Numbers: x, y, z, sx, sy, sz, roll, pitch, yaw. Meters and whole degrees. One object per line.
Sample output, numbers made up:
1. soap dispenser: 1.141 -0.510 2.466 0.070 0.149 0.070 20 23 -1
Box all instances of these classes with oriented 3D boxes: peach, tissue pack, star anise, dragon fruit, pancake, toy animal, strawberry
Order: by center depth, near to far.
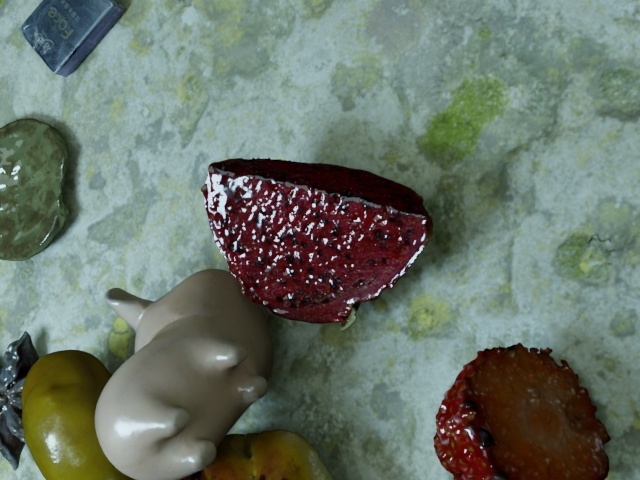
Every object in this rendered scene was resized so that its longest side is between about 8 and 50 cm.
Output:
1. strawberry: 0.228 0.258 1.314 0.234 0.234 0.178 56 135 18
2. toy animal: -0.184 0.187 1.447 0.269 0.326 0.237 4 125 43
3. dragon fruit: 0.000 0.000 1.465 0.316 0.152 0.205 15 111 12
4. peach: -0.346 0.283 1.543 0.153 0.251 0.251 -15 78 -14
5. star anise: -0.504 0.268 1.702 0.209 0.089 0.231 36 90 31
6. tissue pack: -0.402 -0.357 1.718 0.156 0.051 0.112 -46 71 15
7. pancake: -0.491 -0.083 1.746 0.222 0.042 0.236 -24 74 26

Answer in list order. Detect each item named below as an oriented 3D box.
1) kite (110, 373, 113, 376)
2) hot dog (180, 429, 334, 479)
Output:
1. kite: -0.342 0.279 1.667 0.241 0.014 0.183 -12 82 23
2. hot dog: -0.100 0.449 1.450 0.367 0.196 0.366 -23 73 19
